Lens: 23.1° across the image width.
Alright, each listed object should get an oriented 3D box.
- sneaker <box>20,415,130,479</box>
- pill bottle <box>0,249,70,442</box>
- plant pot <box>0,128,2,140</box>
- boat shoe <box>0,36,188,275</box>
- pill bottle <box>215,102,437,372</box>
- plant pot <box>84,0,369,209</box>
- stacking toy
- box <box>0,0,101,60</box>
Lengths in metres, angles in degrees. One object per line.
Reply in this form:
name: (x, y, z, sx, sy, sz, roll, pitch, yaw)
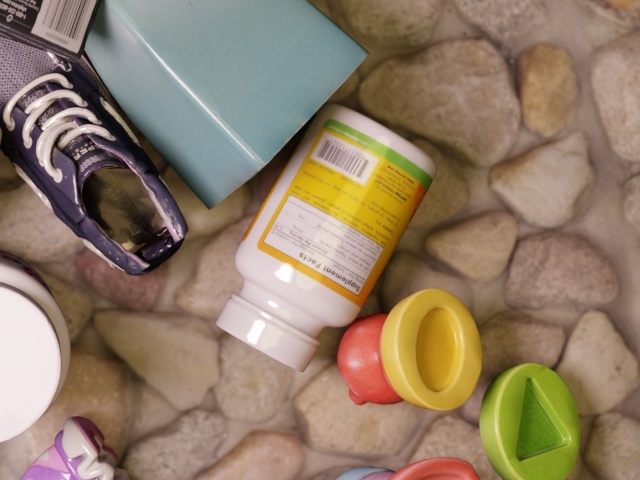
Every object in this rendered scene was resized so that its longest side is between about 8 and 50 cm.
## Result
sneaker: (-0.213, 0.293, 1.543, 0.104, 0.095, 0.236, -34, 95, -2)
pill bottle: (-0.308, 0.093, 1.404, 0.160, 0.283, 0.160, -1, 94, -13)
plant pot: (-0.436, -0.091, 1.390, 0.274, 0.256, 0.256, 23, 89, -19)
boat shoe: (-0.241, -0.110, 1.470, 0.127, 0.158, 0.340, -42, 101, -7)
pill bottle: (0.000, 0.000, 1.543, 0.136, 0.136, 0.245, 30, 87, -13)
plant pot: (-0.113, -0.182, 1.481, 0.234, 0.166, 0.165, 45, 67, -6)
stacking toy: (0.119, 0.230, 1.584, 0.279, 0.130, 0.309, 25, 65, -36)
box: (-0.333, -0.274, 1.372, 0.270, 0.165, 0.143, 20, 89, 26)
